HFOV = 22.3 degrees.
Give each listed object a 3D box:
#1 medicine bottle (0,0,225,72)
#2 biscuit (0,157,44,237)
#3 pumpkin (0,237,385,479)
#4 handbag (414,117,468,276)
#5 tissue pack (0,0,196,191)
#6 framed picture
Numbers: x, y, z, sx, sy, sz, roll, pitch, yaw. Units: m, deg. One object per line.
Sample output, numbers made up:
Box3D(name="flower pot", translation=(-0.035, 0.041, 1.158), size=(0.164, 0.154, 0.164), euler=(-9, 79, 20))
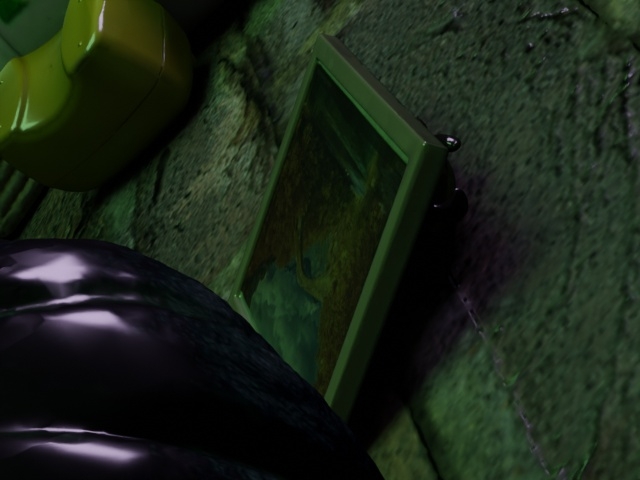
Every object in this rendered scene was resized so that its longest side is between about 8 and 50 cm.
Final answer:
Box3D(name="medicine bottle", translation=(-0.170, -0.279, 1.468), size=(0.325, 0.212, 0.212), euler=(-38, 25, 33))
Box3D(name="biscuit", translation=(-0.266, -0.182, 1.691), size=(0.144, 0.078, 0.426), euler=(-16, 40, 58))
Box3D(name="pumpkin", translation=(-0.134, 0.177, 0.549), size=(0.363, 0.266, 0.363), euler=(-23, 43, 24))
Box3D(name="handbag", translation=(0.046, -0.033, 0.863), size=(0.111, 0.047, 0.072), euler=(-92, 25, -63))
Box3D(name="tissue pack", translation=(-0.189, -0.125, 1.388), size=(0.178, 0.127, 0.123), euler=(-40, 38, 32))
Box3D(name="framed picture", translation=(0.000, 0.000, 0.862), size=(0.250, 0.016, 0.184), euler=(-118, 46, -68))
